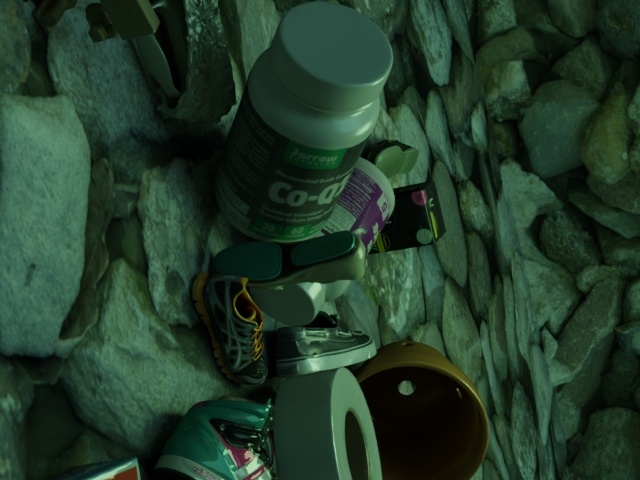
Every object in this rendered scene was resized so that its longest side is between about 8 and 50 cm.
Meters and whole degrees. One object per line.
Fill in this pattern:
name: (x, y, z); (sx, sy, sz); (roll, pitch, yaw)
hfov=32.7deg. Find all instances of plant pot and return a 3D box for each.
plant pot: (0.166, 0.321, 2.063); (0.203, 0.290, 0.291); (-79, 153, -72)

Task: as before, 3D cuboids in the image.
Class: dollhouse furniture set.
dollhouse furniture set: (-0.293, -0.346, 1.413); (0.123, 0.151, 0.144); (-75, 149, -44)

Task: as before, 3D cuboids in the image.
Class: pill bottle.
pill bottle: (-0.030, -0.173, 1.659); (0.361, 0.204, 0.204); (116, -11, -50)
pill bottle: (0.000, 0.000, 1.884); (0.302, 0.169, 0.169); (-57, 134, -38)

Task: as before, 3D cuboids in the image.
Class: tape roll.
tape roll: (0.017, 0.354, 1.768); (0.286, 0.100, 0.286); (-12, 90, -76)

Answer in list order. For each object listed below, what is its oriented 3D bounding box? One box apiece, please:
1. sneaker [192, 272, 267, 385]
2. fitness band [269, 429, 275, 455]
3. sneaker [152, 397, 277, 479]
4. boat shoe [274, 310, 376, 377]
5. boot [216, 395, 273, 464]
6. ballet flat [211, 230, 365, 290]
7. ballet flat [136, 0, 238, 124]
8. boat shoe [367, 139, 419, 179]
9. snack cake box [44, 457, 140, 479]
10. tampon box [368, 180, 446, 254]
sneaker: (-0.123, 0.140, 1.689); (0.084, 0.083, 0.215); (-71, 145, -51)
fitness band: (-0.074, 0.421, 1.735); (0.291, 0.054, 0.209); (-34, 109, -65)
sneaker: (-0.096, 0.321, 1.571); (0.295, 0.123, 0.178); (40, 52, -30)
boat shoe: (0.008, 0.176, 1.956); (0.301, 0.108, 0.102); (-4, 86, -59)
boot: (-0.124, 0.292, 1.649); (0.087, 0.042, 0.119); (-4, 65, -41)
ballet flat: (-0.046, 0.043, 1.703); (0.086, 0.248, 0.086); (-6, 90, -72)
ballet flat: (-0.224, -0.367, 1.613); (0.147, 0.146, 0.409); (-34, 112, -64)
boat shoe: (0.149, -0.187, 2.455); (0.227, 0.068, 0.081); (-10, 125, -64)
snack cake box: (-0.297, 0.347, 1.209); (0.264, 0.089, 0.152); (-5, 84, -67)
tampon box: (0.169, -0.048, 2.322); (0.101, 0.161, 0.121); (-37, 114, -64)
